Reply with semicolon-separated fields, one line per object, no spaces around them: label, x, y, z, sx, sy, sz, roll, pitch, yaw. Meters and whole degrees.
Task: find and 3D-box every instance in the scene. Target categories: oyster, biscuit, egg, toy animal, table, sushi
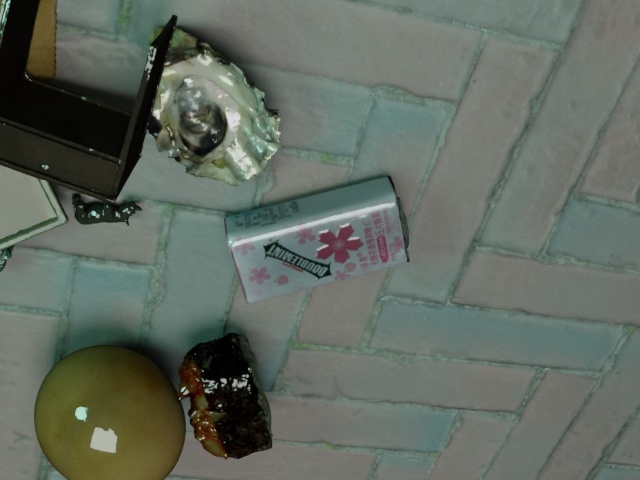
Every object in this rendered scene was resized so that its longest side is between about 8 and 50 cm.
oyster;-0.203;-0.241;1.646;0.237;0.115;0.351;-24;122;18
biscuit;-0.562;-0.336;1.512;0.236;0.013;0.232;-11;131;-31
egg;-0.447;0.396;1.939;0.301;0.301;0.374;-28;126;10
toy animal;-0.422;-0.059;1.773;0.135;0.047;0.065;-5;132;-9
table;-0.401;-0.257;1.472;0.250;0.196;0.282;20;118;-6
sushi;-0.212;0.359;2.028;0.181;0.196;0.343;-9;132;-1

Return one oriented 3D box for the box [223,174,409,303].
box;0.000;0.000;1.855;0.369;0.112;0.190;-15;128;1

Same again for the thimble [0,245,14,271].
thimble;-0.676;0.009;1.746;0.135;0.090;0.118;35;109;-29

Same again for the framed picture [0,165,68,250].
framed picture;-0.731;-0.087;1.614;0.446;0.028;0.326;-23;115;-9
